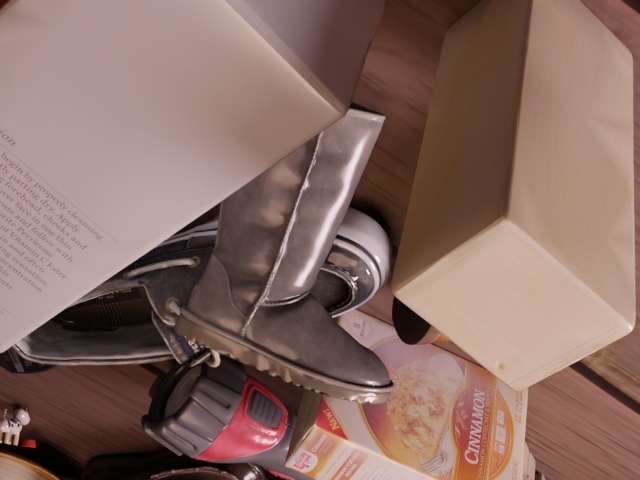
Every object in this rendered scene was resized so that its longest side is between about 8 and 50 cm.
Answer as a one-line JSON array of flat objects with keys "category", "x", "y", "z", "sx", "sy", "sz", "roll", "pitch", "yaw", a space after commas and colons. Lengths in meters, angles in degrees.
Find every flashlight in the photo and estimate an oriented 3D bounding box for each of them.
[{"category": "flashlight", "x": -0.024, "y": 0.215, "z": 1.094, "sx": 0.304, "sy": 0.103, "sz": 0.103, "roll": 39, "pitch": 92, "yaw": -24}]

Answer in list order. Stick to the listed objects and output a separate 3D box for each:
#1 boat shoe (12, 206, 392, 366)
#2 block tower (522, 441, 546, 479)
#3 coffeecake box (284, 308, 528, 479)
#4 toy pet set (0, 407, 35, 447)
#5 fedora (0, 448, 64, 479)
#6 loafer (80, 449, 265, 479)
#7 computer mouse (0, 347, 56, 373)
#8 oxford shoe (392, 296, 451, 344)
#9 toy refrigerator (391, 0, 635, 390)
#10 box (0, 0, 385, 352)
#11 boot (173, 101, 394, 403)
[{"category": "boat shoe", "x": -0.103, "y": 0.056, "z": 0.952, "sx": 0.335, "sy": 0.119, "sz": 0.121, "roll": -10, "pitch": 127, "yaw": 22}, {"category": "block tower", "x": 0.211, "y": 0.331, "z": 1.133, "sx": 0.097, "sy": 0.091, "sz": 0.335, "roll": -13, "pitch": 127, "yaw": 25}, {"category": "coffeecake box", "x": 0.077, "y": 0.158, "z": 0.979, "sx": 0.185, "sy": 0.142, "sz": 0.068, "roll": 25, "pitch": 132, "yaw": -8}, {"category": "toy pet set", "x": -0.367, "y": 0.173, "z": 1.184, "sx": 0.122, "sy": 0.065, "sz": 0.114, "roll": 1, "pitch": 166, "yaw": 18}, {"category": "fedora", "x": -0.343, "y": 0.299, "z": 1.246, "sx": 0.194, "sy": 0.079, "sz": 0.194, "roll": 12, "pitch": 140, "yaw": 10}, {"category": "loafer", "x": -0.157, "y": 0.265, "z": 1.179, "sx": 0.220, "sy": 0.078, "sz": 0.080, "roll": -14, "pitch": 126, "yaw": 26}, {"category": "computer mouse", "x": -0.334, "y": 0.087, "z": 1.104, "sx": 0.242, "sy": 0.041, "sz": 0.071, "roll": 0, "pitch": 122, "yaw": 24}, {"category": "oxford shoe", "x": 0.135, "y": 0.001, "z": 0.891, "sx": 0.076, "sy": 0.076, "sz": 0.212, "roll": 4, "pitch": 137, "yaw": -31}, {"category": "toy refrigerator", "x": 0.122, "y": -0.049, "z": 0.699, "sx": 0.102, "sy": 0.269, "sz": 0.094, "roll": 38, "pitch": 130, "yaw": -20}, {"category": "box", "x": -0.139, "y": -0.111, "z": 0.750, "sx": 0.345, "sy": 0.215, "sz": 0.168, "roll": -31, "pitch": 117, "yaw": 34}, {"category": "boot", "x": 0.001, "y": 0.001, "z": 0.854, "sx": 0.190, "sy": 0.076, "sz": 0.208, "roll": 22, "pitch": 93, "yaw": -9}]
